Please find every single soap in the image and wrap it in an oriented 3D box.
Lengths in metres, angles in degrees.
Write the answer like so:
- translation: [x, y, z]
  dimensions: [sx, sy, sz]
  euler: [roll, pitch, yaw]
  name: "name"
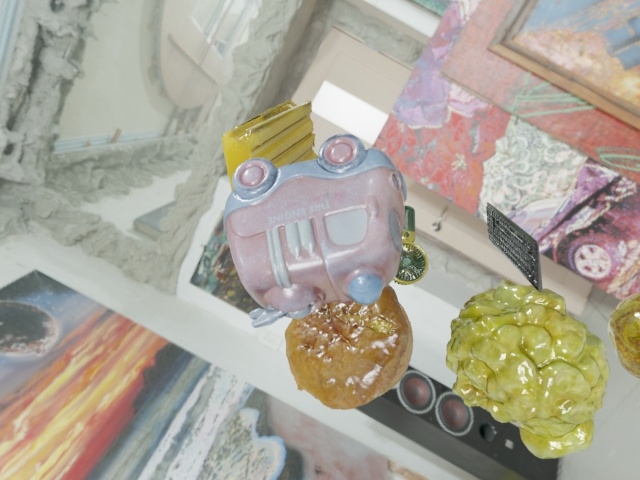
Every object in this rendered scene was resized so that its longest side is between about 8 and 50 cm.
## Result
- translation: [-0.122, -0.244, 1.292]
  dimensions: [0.324, 0.096, 0.205]
  euler: [-47, -40, -50]
  name: "soap"

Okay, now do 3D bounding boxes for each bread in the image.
- translation: [0.071, 0.221, 1.096]
  dimensions: [0.172, 0.312, 0.312]
  euler: [35, -98, -52]
  name: "bread"

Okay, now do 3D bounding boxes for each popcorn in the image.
- translation: [0.279, 0.175, 0.681]
  dimensions: [0.180, 0.217, 0.235]
  euler: [-29, 12, -25]
  name: "popcorn"

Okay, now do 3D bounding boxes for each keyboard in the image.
- translation: [0.249, 0.001, 0.633]
  dimensions: [0.198, 0.010, 0.064]
  euler: [-81, -19, -72]
  name: "keyboard"

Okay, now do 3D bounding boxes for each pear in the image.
- translation: [0.969, 0.269, 1.368]
  dimensions: [0.281, 0.280, 0.281]
  euler: [-61, 1, 2]
  name: "pear"

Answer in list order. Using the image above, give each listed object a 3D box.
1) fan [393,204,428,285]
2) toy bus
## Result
- translation: [0.161, 0.008, 0.916]
  dimensions: [0.039, 0.082, 0.155]
  euler: [107, 167, -76]
  name: "fan"
- translation: [0.000, 0.000, 0.741]
  dimensions: [0.197, 0.293, 0.232]
  euler: [68, -170, -59]
  name: "toy bus"
